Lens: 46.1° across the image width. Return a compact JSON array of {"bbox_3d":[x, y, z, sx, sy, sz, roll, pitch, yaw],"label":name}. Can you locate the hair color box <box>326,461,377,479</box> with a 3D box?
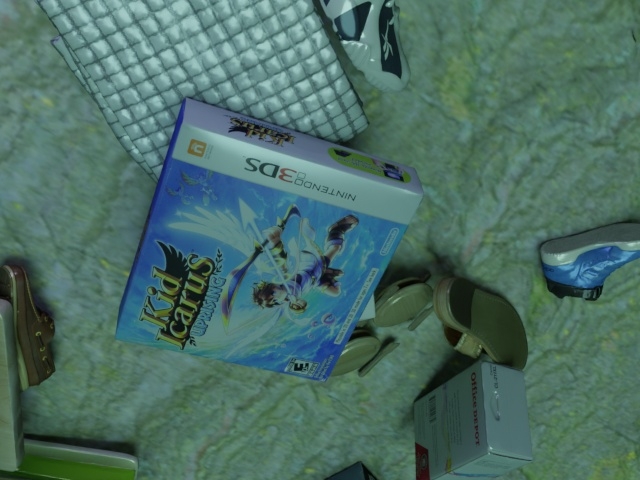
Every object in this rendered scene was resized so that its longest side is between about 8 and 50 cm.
[{"bbox_3d":[0.127,0.539,1.179,0.113,0.185,0.374,-31,121,10],"label":"hair color box"}]

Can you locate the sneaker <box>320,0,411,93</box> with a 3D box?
[{"bbox_3d":[0.071,-0.269,0.734,0.153,0.094,0.235,-25,112,17],"label":"sneaker"}]

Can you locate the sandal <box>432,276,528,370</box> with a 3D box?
[{"bbox_3d":[0.193,0.108,1.000,0.079,0.088,0.240,-3,154,38],"label":"sandal"}]

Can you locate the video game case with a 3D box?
[{"bbox_3d":[-0.061,0.015,0.780,0.244,0.061,0.269,15,121,-15],"label":"video game case"}]

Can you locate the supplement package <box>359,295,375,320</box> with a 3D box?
[{"bbox_3d":[0.000,0.000,0.881,0.105,0.105,0.179,-10,121,-3],"label":"supplement package"}]

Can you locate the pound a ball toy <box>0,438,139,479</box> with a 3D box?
[{"bbox_3d":[-0.415,0.372,0.969,0.319,0.208,0.136,10,114,-9],"label":"pound a ball toy"}]

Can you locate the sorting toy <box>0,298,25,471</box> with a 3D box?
[{"bbox_3d":[-0.498,0.174,0.884,0.257,0.089,0.255,11,120,3],"label":"sorting toy"}]

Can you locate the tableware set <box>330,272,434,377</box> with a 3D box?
[{"bbox_3d":[0.068,0.109,0.987,0.128,0.039,0.194,11,130,-47],"label":"tableware set"}]

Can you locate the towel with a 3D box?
[{"bbox_3d":[-0.110,-0.187,0.748,0.235,0.121,0.284,-25,123,9],"label":"towel"}]

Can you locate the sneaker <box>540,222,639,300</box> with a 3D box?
[{"bbox_3d":[0.367,0.033,0.981,0.152,0.058,0.085,-13,116,5],"label":"sneaker"}]

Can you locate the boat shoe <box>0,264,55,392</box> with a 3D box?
[{"bbox_3d":[-0.360,0.104,0.923,0.060,0.064,0.178,-18,127,-37],"label":"boat shoe"}]

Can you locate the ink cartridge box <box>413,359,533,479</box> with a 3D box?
[{"bbox_3d":[0.201,0.256,1.015,0.072,0.127,0.175,17,144,-19],"label":"ink cartridge box"}]
